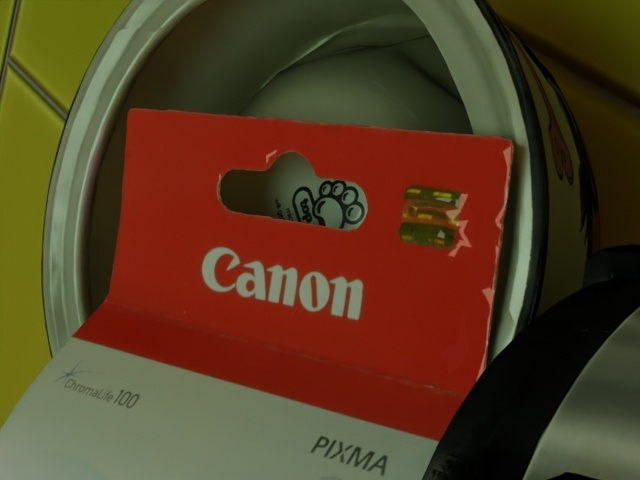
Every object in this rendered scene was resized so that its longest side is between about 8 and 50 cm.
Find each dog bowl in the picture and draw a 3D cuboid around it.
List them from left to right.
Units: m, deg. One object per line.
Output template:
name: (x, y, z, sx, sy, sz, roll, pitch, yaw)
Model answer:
dog bowl: (0.000, 0.000, 0.794, 0.408, 0.150, 0.408, -7, 80, 39)

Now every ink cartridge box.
ink cartridge box: (-0.065, 0.117, 0.678, 0.308, 0.091, 0.385, 10, 92, 40)

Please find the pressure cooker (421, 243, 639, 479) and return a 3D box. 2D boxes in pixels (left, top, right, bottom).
pressure cooker: (0.229, 0.194, 0.494, 0.420, 0.370, 0.375, 5, 136, 51)
